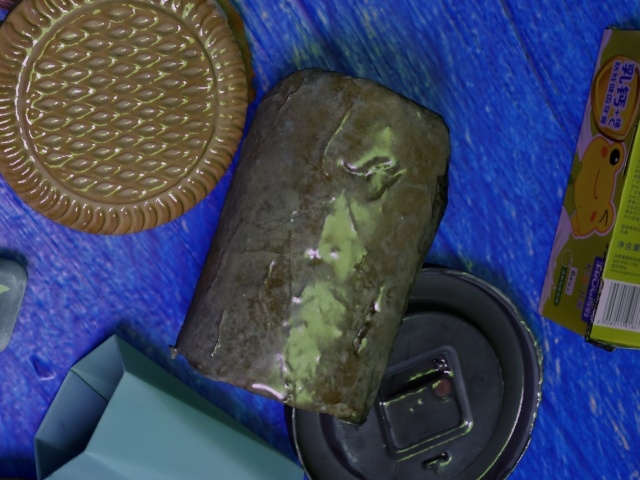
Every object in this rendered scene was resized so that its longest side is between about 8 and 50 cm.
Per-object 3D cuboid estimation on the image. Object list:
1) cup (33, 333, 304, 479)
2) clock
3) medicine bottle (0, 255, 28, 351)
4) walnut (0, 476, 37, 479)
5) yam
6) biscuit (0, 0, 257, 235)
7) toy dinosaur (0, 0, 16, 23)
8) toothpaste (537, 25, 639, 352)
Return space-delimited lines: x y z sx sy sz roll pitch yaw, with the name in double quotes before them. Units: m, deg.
"cup" -0.131 0.207 1.102 0.235 0.148 0.134 33 103 -24
"clock" 0.096 0.159 1.212 0.280 0.055 0.281 -4 102 -18
"medicine bottle" -0.368 0.036 1.033 0.208 0.053 0.090 16 95 -20
"walnut" -0.290 0.323 1.040 0.227 0.228 0.228 -4 101 -18
"yam" 0.000 0.000 1.061 0.195 0.195 0.300 23 82 -21
"biscuit" -0.175 -0.131 1.042 0.259 0.079 0.259 -7 108 -22
"toy dinosaur" -0.307 -0.202 1.004 0.220 0.032 0.108 -25 120 -26
"toothpaste" 0.315 -0.055 1.214 0.077 0.110 0.328 10 97 -18
